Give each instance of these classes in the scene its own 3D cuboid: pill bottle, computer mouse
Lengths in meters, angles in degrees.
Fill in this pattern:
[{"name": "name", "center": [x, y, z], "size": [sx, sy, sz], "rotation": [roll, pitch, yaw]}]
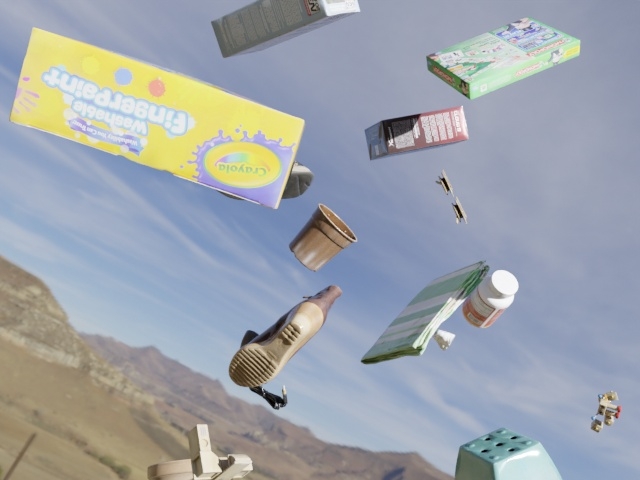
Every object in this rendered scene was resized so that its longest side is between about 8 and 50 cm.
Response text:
[{"name": "pill bottle", "center": [0.567, 0.193, 2.131], "size": [0.121, 0.121, 0.216], "rotation": [26, -38, 3]}, {"name": "computer mouse", "center": [-0.180, 0.412, 1.968], "size": [0.184, 0.060, 0.261], "rotation": [26, -50, 36]}]

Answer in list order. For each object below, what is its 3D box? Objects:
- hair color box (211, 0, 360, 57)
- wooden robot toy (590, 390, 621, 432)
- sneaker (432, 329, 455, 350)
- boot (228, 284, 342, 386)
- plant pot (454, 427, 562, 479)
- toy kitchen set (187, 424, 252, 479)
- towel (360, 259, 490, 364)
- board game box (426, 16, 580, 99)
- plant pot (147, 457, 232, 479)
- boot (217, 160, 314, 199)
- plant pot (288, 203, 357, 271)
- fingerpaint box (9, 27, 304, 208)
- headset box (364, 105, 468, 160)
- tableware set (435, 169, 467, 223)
[{"name": "hair color box", "center": [-0.101, -0.627, 1.789], "size": [0.375, 0.185, 0.113], "rotation": [-9, -74, 35]}, {"name": "wooden robot toy", "center": [0.912, 0.528, 2.035], "size": [0.076, 0.079, 0.173], "rotation": [13, -60, 19]}, {"name": "sneaker", "center": [0.389, 0.311, 2.036], "size": [0.061, 0.053, 0.152], "rotation": [29, -14, 13]}, {"name": "boot", "center": [-0.069, 0.203, 1.361], "size": [0.248, 0.207, 0.090], "rotation": [-41, -93, 27]}, {"name": "plant pot", "center": [0.340, 0.471, 1.137], "size": [0.166, 0.166, 0.234], "rotation": [-2, -78, 68]}, {"name": "toy kitchen set", "center": [-0.143, 0.312, 0.960], "size": [0.083, 0.075, 0.068], "rotation": [13, -45, -37]}, {"name": "towel", "center": [0.262, 0.182, 1.587], "size": [0.038, 0.325, 0.248], "rotation": [50, -32, -6]}, {"name": "board game box", "center": [0.464, -0.475, 1.644], "size": [0.213, 0.317, 0.046], "rotation": [-123, -166, -48]}, {"name": "plant pot", "center": [-0.329, 0.636, 1.663], "size": [0.238, 0.109, 0.237], "rotation": [-6, -24, -2]}, {"name": "boot", "center": [-0.219, -0.255, 1.819], "size": [0.378, 0.138, 0.284], "rotation": [-1, 46, -46]}, {"name": "plant pot", "center": [0.000, 0.000, 2.006], "size": [0.167, 0.165, 0.167], "rotation": [42, 12, -11]}, {"name": "fingerpaint box", "center": [-0.257, -0.220, 1.175], "size": [0.445, 0.163, 0.371], "rotation": [18, 9, -3]}, {"name": "headset box", "center": [0.312, -0.338, 2.022], "size": [0.293, 0.110, 0.218], "rotation": [-12, 4, -9]}, {"name": "tableware set", "center": [0.447, -0.143, 2.205], "size": [0.194, 0.039, 0.128], "rotation": [67, 9, 14]}]
